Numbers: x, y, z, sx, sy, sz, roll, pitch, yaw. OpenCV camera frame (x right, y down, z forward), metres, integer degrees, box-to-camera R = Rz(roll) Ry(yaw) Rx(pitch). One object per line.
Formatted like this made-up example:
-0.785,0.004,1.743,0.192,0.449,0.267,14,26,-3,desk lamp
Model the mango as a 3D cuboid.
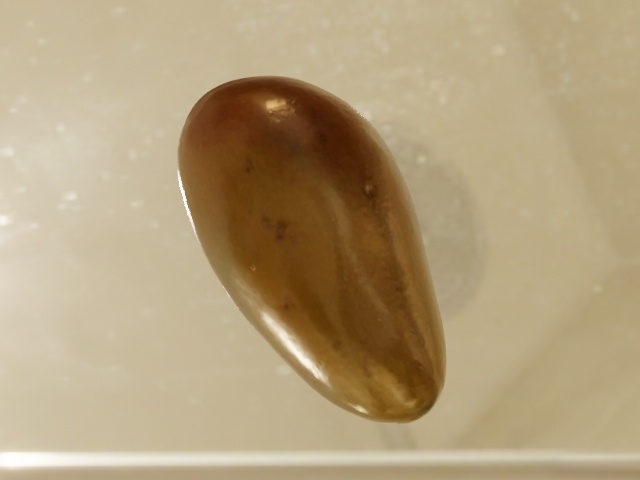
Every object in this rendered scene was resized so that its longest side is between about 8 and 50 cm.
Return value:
0.000,0.000,1.175,0.113,0.138,0.253,-2,-128,-51,mango
